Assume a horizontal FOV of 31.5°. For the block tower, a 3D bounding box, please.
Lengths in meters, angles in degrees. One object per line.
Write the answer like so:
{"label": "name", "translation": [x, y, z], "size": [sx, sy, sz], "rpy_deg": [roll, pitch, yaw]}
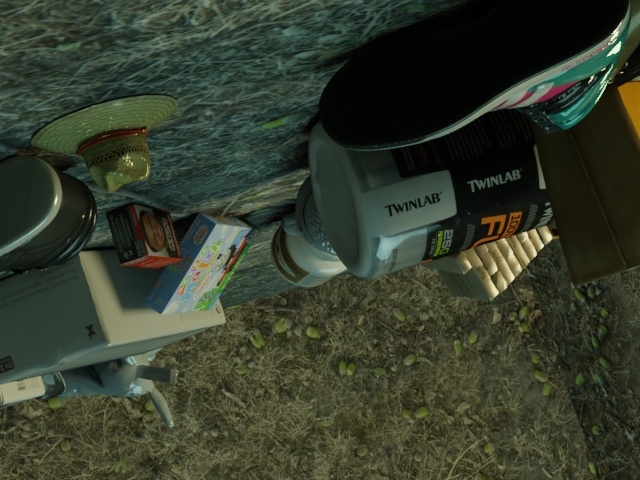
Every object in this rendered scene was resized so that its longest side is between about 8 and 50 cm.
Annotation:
{"label": "block tower", "translation": [0.281, -0.051, 1.554], "size": [0.335, 0.097, 0.091], "rpy_deg": [-41, -157, -23]}

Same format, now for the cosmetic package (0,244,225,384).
{"label": "cosmetic package", "translation": [-0.342, 0.110, 1.822], "size": [0.217, 0.156, 0.385], "rpy_deg": [-20, 172, 19]}

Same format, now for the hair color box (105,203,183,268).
{"label": "hair color box", "translation": [-0.229, -0.004, 1.492], "size": [0.043, 0.072, 0.141], "rpy_deg": [-18, 175, 10]}

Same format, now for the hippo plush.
{"label": "hippo plush", "translation": [-0.386, 0.178, 2.220], "size": [0.294, 0.234, 0.236], "rpy_deg": [11, -152, 7]}

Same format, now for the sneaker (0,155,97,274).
{"label": "sneaker", "translation": [-0.347, 0.012, 1.115], "size": [0.296, 0.104, 0.147], "rpy_deg": [-24, 168, 14]}

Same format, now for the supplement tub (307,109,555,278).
{"label": "supplement tub", "translation": [0.160, -0.086, 1.311], "size": [0.316, 0.193, 0.193], "rpy_deg": [-17, 174, -14]}

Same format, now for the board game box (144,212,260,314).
{"label": "board game box", "translation": [-0.179, 0.037, 1.756], "size": [0.160, 0.039, 0.211], "rpy_deg": [-58, 166, 7]}

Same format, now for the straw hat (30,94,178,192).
{"label": "straw hat", "translation": [-0.182, -0.077, 1.018], "size": [0.144, 0.061, 0.144], "rpy_deg": [-17, 174, -2]}

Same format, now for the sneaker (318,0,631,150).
{"label": "sneaker", "translation": [0.157, -0.153, 1.079], "size": [0.295, 0.124, 0.178], "rpy_deg": [-21, 164, 17]}

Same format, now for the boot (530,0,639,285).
{"label": "boot", "translation": [0.307, -0.111, 1.142], "size": [0.089, 0.269, 0.236], "rpy_deg": [-14, 173, -34]}

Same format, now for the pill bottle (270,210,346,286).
{"label": "pill bottle", "translation": [0.000, 0.000, 1.917], "size": [0.131, 0.131, 0.229], "rpy_deg": [-16, 174, -17]}

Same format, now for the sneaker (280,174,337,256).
{"label": "sneaker", "translation": [0.116, -0.085, 1.527], "size": [0.366, 0.137, 0.210], "rpy_deg": [-25, -172, -19]}

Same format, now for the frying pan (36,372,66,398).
{"label": "frying pan", "translation": [-0.526, 0.214, 2.059], "size": [0.053, 0.197, 0.326], "rpy_deg": [-52, -164, -32]}

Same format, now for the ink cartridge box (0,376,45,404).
{"label": "ink cartridge box", "translation": [-0.552, 0.187, 1.788], "size": [0.100, 0.172, 0.237], "rpy_deg": [-19, 174, 13]}

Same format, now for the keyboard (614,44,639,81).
{"label": "keyboard", "translation": [0.403, -0.233, 1.471], "size": [0.201, 0.033, 0.317], "rpy_deg": [-22, 176, -27]}

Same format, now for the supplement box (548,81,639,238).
{"label": "supplement box", "translation": [0.429, -0.123, 1.772], "size": [0.194, 0.191, 0.129], "rpy_deg": [-22, 172, 42]}
